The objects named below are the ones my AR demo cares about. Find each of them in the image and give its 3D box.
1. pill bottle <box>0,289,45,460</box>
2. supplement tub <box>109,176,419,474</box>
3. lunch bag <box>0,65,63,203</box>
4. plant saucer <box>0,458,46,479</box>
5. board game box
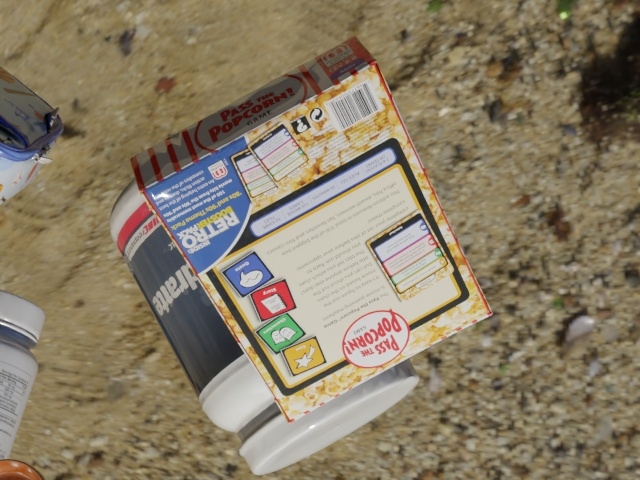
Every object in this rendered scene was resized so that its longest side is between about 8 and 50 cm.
[{"bbox_3d":[-0.492,0.216,1.679,0.160,0.160,0.283,22,67,-20],"label":"pill bottle"},{"bbox_3d":[-0.051,0.049,1.072,0.191,0.191,0.272,-24,74,-23],"label":"supplement tub"},{"bbox_3d":[-0.452,-0.165,1.414,0.303,0.243,0.115,36,104,-5],"label":"lunch bag"},{"bbox_3d":[-0.231,0.201,0.869,0.083,0.013,0.083,-6,68,14],"label":"plant saucer"},{"bbox_3d":[0.000,0.000,0.705,0.147,0.045,0.193,-28,123,0],"label":"board game box"}]
